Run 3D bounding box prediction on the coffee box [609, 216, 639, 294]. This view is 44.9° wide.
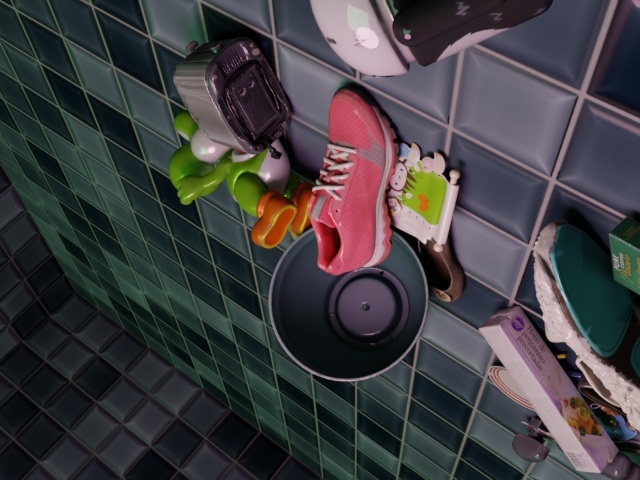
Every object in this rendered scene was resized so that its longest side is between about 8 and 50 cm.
[{"bbox_3d":[0.457,0.053,0.985,0.184,0.040,0.113,38,166,42],"label":"coffee box"}]

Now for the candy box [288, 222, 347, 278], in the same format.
[{"bbox_3d":[0.000,0.000,1.600,0.109,0.053,0.187,13,141,46],"label":"candy box"}]

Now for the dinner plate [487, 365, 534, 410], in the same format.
[{"bbox_3d":[0.394,0.289,1.523,0.141,0.017,0.141,36,160,16],"label":"dinner plate"}]

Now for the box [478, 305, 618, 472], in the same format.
[{"bbox_3d":[0.404,0.264,1.367,0.324,0.063,0.067,54,153,-4],"label":"box"}]

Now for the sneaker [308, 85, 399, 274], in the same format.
[{"bbox_3d":[0.042,-0.083,1.236,0.116,0.136,0.314,19,123,43],"label":"sneaker"}]

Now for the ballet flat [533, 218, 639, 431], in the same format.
[{"bbox_3d":[0.411,0.152,1.136,0.409,0.147,0.147,49,154,-13],"label":"ballet flat"}]

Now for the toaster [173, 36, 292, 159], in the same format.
[{"bbox_3d":[-0.152,-0.246,1.347,0.146,0.129,0.227,19,149,47],"label":"toaster"}]

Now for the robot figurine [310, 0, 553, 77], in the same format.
[{"bbox_3d":[0.125,-0.273,0.774,0.174,0.278,0.209,70,-164,7],"label":"robot figurine"}]

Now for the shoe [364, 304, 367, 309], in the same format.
[{"bbox_3d":[0.010,0.093,1.704,0.219,0.076,0.058,31,148,18],"label":"shoe"}]

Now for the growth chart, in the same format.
[{"bbox_3d":[0.128,-0.083,1.263,0.237,0.021,0.172,27,129,40],"label":"growth chart"}]

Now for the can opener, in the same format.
[{"bbox_3d":[0.484,0.422,1.500,0.076,0.095,0.283,38,170,-23],"label":"can opener"}]

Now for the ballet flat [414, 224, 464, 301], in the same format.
[{"bbox_3d":[0.202,0.031,1.353,0.084,0.058,0.250,24,149,31],"label":"ballet flat"}]

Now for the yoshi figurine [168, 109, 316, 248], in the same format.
[{"bbox_3d":[-0.169,-0.110,1.502,0.362,0.203,0.203,41,168,28],"label":"yoshi figurine"}]

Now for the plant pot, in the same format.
[{"bbox_3d":[0.071,0.120,1.469,0.293,0.293,0.196,33,179,19],"label":"plant pot"}]

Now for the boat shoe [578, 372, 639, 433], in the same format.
[{"bbox_3d":[0.525,0.281,1.266,0.223,0.073,0.080,34,154,17],"label":"boat shoe"}]

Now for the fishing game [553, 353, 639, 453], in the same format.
[{"bbox_3d":[0.485,0.305,1.404,0.264,0.041,0.189,47,157,-10],"label":"fishing game"}]
